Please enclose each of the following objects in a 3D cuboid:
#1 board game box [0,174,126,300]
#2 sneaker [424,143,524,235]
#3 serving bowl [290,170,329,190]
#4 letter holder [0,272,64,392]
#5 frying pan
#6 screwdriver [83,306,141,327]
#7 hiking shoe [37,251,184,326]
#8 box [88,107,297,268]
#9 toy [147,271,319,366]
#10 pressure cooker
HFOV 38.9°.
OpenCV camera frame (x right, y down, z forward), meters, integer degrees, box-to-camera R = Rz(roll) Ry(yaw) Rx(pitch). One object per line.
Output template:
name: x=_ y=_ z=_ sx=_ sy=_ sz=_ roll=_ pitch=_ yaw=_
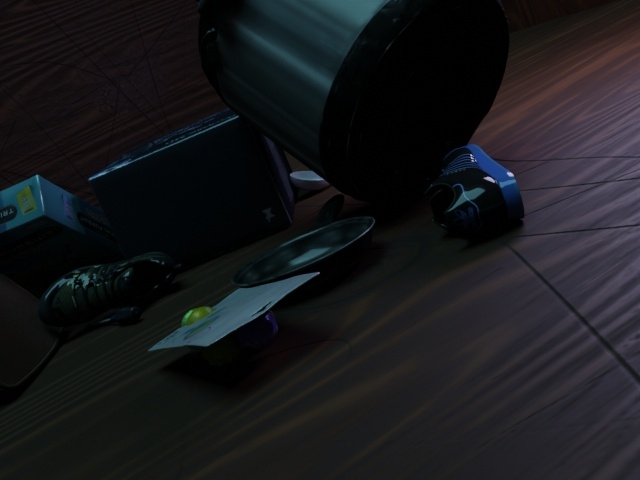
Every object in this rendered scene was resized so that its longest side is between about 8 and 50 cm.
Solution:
board game box: x=-0.497 y=0.018 z=1.596 sx=0.253 sy=0.079 sz=0.336 roll=-21 pitch=-21 yaw=13
sneaker: x=0.165 y=-0.060 z=1.088 sx=0.090 sy=0.081 sz=0.232 roll=-17 pitch=13 yaw=-3
serving bowl: x=-0.018 y=-0.113 z=1.740 sx=0.083 sy=0.027 sz=0.083 roll=2 pitch=17 yaw=-1
letter holder: x=-0.521 y=0.164 z=1.322 sx=0.152 sy=0.214 sz=0.302 roll=-54 pitch=10 yaw=11
frying pan: x=-0.027 y=0.012 z=1.209 sx=0.197 sy=0.053 sz=0.326 roll=-24 pitch=10 yaw=-4
screwdriver: x=-0.322 y=0.124 z=1.375 sx=0.170 sy=0.024 sz=0.025 roll=-21 pitch=40 yaw=44
hiking shoe: x=-0.326 y=0.069 z=1.398 sx=0.226 sy=0.086 sz=0.114 roll=-23 pitch=3 yaw=-20
box: x=-0.217 y=-0.108 z=1.695 sx=0.293 sy=0.212 sz=0.395 roll=-22 pitch=13 yaw=5
toy: x=-0.091 y=0.095 z=0.969 sx=0.137 sy=0.056 sz=0.237 roll=-34 pitch=10 yaw=-24
pressure cooker: x=0.020 y=-0.300 z=1.370 sx=0.375 sy=0.370 sz=0.420 roll=-38 pitch=55 yaw=-20
